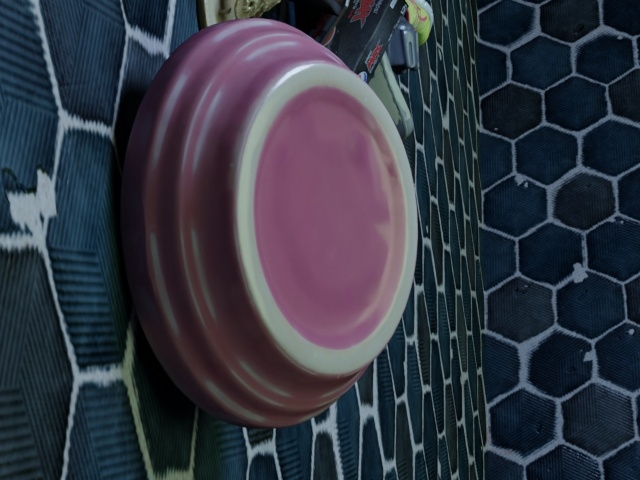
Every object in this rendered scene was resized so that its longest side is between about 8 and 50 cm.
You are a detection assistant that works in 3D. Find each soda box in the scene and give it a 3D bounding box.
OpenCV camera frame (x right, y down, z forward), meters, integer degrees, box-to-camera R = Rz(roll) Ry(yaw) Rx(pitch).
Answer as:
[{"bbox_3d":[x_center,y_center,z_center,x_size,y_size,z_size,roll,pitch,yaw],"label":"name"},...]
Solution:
[{"bbox_3d":[0.034,-0.217,1.777,0.169,0.060,0.053,-62,157,-6],"label":"soda box"}]

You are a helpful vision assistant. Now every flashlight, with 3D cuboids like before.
[{"bbox_3d":[0.098,-0.397,2.259,0.103,0.103,0.304,2,82,-80],"label":"flashlight"}]

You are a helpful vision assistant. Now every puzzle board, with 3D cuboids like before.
[{"bbox_3d":[0.000,-0.236,1.747,0.128,0.011,0.096,-55,-169,30],"label":"puzzle board"}]

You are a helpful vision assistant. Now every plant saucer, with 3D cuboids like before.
[{"bbox_3d":[-0.021,-0.015,1.242,0.332,0.084,0.332,7,81,-53],"label":"plant saucer"}]

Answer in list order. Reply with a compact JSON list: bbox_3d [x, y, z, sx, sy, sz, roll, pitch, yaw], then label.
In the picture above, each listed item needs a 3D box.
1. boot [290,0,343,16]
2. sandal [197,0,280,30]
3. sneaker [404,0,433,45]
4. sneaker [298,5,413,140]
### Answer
[{"bbox_3d":[0.027,-0.386,1.638,0.264,0.096,0.280,-54,164,-74],"label":"boot"},{"bbox_3d":[-0.058,-0.265,1.488,0.240,0.079,0.088,-78,159,-55],"label":"sandal"},{"bbox_3d":[0.121,-0.354,2.450,0.208,0.081,0.094,51,42,-59],"label":"sneaker"},{"bbox_3d":[0.019,-0.189,1.841,0.118,0.083,0.222,-40,108,-31],"label":"sneaker"}]
